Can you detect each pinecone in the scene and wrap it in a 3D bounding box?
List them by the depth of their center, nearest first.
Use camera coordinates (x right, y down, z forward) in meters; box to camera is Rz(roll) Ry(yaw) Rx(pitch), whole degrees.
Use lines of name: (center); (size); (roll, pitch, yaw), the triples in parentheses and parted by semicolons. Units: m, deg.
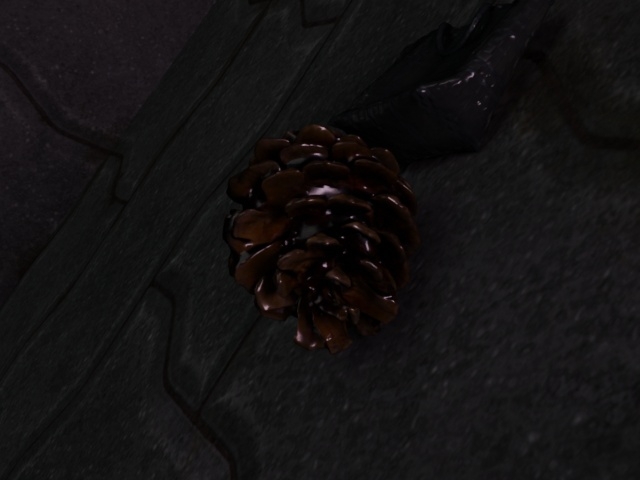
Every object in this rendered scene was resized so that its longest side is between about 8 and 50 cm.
pinecone: (-0.001, 0.000, 1.004); (0.184, 0.179, 0.204); (117, 157, -60)

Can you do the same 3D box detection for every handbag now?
handbag: (0.120, -0.165, 1.115); (0.175, 0.089, 0.270); (-55, 20, -20)
